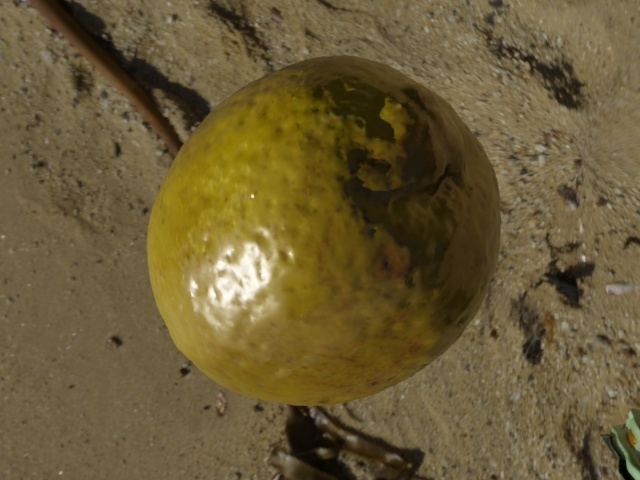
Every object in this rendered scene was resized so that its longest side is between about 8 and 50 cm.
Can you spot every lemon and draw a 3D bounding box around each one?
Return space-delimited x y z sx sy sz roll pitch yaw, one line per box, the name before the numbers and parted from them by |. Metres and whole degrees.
lemon | 0.000 0.000 0.402 0.207 0.170 0.170 -33 84 43

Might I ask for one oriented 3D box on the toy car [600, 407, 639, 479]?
toy car | 0.242 0.152 0.420 0.186 0.093 0.058 31 104 1
